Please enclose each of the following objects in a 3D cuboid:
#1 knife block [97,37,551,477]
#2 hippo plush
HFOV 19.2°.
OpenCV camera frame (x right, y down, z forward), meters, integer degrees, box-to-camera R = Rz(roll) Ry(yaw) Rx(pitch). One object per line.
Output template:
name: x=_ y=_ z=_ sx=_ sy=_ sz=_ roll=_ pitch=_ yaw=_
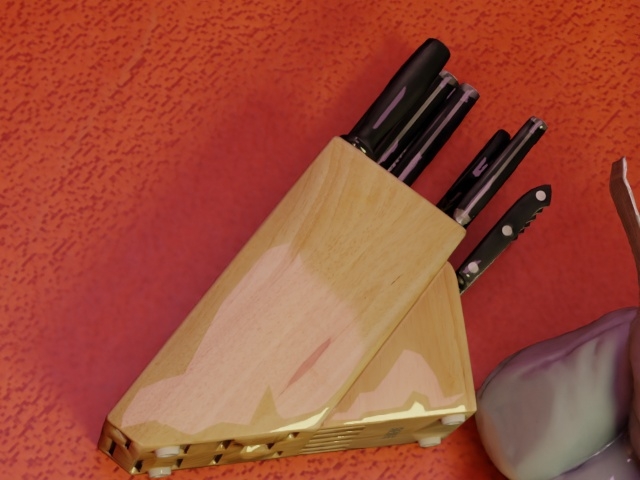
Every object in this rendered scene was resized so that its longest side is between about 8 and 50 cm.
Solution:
knife block: x=0.000 y=0.000 z=1.091 sx=0.276 sy=0.088 sz=0.242 roll=-6 pitch=73 yaw=-11
hippo plush: x=0.243 y=0.101 z=1.070 sx=0.237 sy=0.234 sz=0.294 roll=0 pitch=88 yaw=-42
